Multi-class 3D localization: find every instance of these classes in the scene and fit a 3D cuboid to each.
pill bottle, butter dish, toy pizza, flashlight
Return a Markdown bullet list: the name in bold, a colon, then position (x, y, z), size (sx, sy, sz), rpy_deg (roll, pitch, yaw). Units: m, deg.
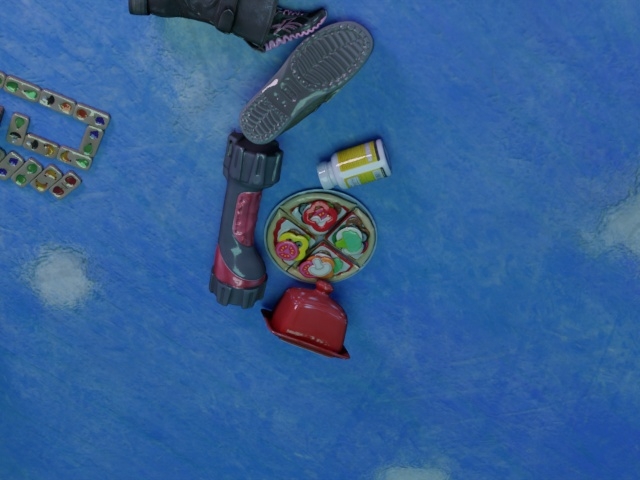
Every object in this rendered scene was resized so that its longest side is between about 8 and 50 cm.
- **pill bottle**: position (0.056, -0.122, 1.673), size (0.116, 0.065, 0.065), rpy_deg (-16, 122, 10)
- **butter dish**: position (-0.012, 0.129, 1.811), size (0.160, 0.160, 0.118), rpy_deg (22, 98, -13)
- **toy pizza**: position (0.000, 0.000, 1.775), size (0.201, 0.032, 0.201), rpy_deg (0, 123, 0)
- **flashlight**: position (-0.122, -0.030, 1.717), size (0.103, 0.103, 0.304), rpy_deg (-5, 127, -29)

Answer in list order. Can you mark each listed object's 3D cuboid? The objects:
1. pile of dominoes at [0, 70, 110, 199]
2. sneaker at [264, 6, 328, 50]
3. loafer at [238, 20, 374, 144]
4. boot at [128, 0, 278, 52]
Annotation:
- **pile of dominoes**: position (-0.497, -0.166, 1.661), size (0.251, 0.040, 0.196), rpy_deg (21, 121, -13)
- **sneaker**: position (-0.048, -0.336, 1.548), size (0.119, 0.047, 0.057), rpy_deg (-21, 110, 12)
- **loafer**: position (-0.023, -0.251, 1.588), size (0.251, 0.087, 0.094), rpy_deg (-37, 91, 11)
- **boot**: position (-0.154, -0.413, 1.464), size (0.229, 0.091, 0.263), rpy_deg (10, 127, -4)
